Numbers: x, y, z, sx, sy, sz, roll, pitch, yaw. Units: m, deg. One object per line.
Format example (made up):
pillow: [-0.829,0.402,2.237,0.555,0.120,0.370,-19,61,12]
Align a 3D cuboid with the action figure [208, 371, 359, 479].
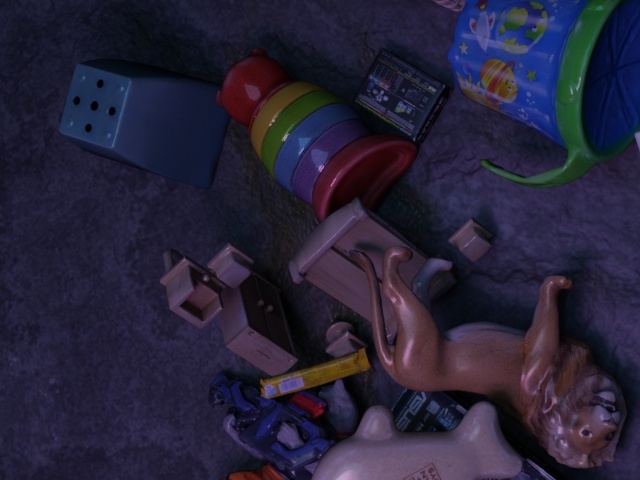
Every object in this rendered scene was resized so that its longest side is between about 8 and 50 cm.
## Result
action figure: [-0.075,0.328,1.746,0.330,0.178,0.341,-47,29,-5]

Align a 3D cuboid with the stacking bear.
stacking bear: [-0.032,-0.162,1.761,0.289,0.164,0.175,44,105,26]

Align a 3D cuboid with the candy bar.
candy bar: [-0.009,0.189,1.708,0.161,0.040,0.018,-16,37,-2]

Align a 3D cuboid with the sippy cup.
sippy cup: [0.299,-0.241,1.573,0.224,0.240,0.305,21,57,36]

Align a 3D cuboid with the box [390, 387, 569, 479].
box: [0.149,0.427,1.617,0.318,0.097,0.395,36,94,29]

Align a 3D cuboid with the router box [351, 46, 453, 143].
router box: [0.118,-0.209,1.749,0.122,0.038,0.092,35,102,24]

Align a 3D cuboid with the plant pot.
plant pot: [-0.271,-0.188,1.829,0.165,0.234,0.166,18,94,26]

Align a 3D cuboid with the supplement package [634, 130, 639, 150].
supplement package: [0.517,-0.053,1.419,0.198,0.262,0.199,-20,79,24]

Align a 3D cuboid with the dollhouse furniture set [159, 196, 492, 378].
dollhouse furniture set: [0.000,0.000,1.693,0.355,0.303,0.174,-43,35,17]

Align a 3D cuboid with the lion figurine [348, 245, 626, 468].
lion figurine: [0.211,0.151,1.583,0.392,0.142,0.240,10,86,4]

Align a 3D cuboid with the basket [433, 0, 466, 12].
basket: [0.110,-0.512,1.611,0.266,0.331,0.328,28,100,23]

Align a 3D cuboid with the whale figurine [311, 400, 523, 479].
whale figurine: [0.117,0.303,1.542,0.272,0.141,0.216,-29,88,1]
